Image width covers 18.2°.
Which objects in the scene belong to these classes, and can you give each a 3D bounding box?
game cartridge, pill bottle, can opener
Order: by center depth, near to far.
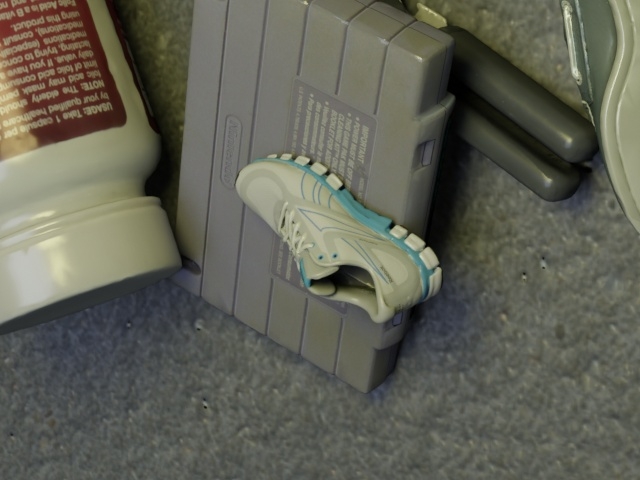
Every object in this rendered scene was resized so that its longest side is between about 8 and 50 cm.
[{"bbox_3d":[0.089,-0.130,1.588,0.283,0.095,0.076,40,119,26],"label":"can opener"},{"bbox_3d":[-0.010,-0.058,1.644,0.230,0.068,0.355,26,133,20],"label":"game cartridge"},{"bbox_3d":[-0.270,-0.130,1.723,0.224,0.224,0.392,-22,84,34],"label":"pill bottle"}]

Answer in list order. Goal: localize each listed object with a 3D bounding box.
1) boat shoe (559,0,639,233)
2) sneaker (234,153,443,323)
[{"bbox_3d":[0.240,-0.154,1.509,0.099,0.116,0.319,-144,40,-71],"label":"boat shoe"},{"bbox_3d":[0.000,0.000,1.573,0.190,0.083,0.071,32,137,22],"label":"sneaker"}]
